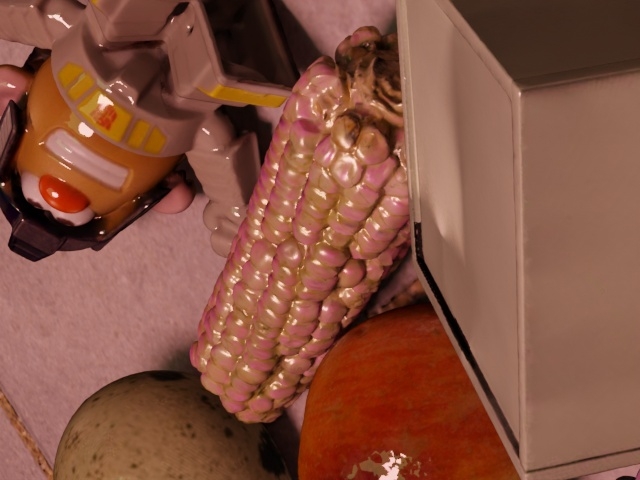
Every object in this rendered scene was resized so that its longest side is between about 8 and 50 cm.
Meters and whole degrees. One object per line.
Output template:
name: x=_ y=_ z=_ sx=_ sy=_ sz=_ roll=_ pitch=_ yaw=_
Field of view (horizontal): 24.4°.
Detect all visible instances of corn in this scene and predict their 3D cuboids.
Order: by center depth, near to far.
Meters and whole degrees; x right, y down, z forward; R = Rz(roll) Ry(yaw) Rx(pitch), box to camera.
corn: x=0.001 y=0.002 z=1.029 sx=0.126 sy=0.127 sz=0.335 roll=45 pitch=138 yaw=18

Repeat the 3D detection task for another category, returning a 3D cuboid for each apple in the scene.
apple: x=0.075 y=0.141 z=1.014 sx=0.173 sy=0.160 sz=0.195 roll=0 pitch=117 yaw=20

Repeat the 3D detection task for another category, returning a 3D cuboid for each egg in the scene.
egg: x=-0.108 y=0.208 z=1.188 sx=0.228 sy=0.177 sz=0.177 roll=41 pitch=133 yaw=6

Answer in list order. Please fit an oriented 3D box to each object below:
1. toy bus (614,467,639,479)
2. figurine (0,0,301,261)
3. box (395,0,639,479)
toy bus: x=0.248 y=0.123 z=0.868 sx=0.108 sy=0.096 sz=0.199 roll=36 pitch=131 yaw=27
figurine: x=-0.150 y=-0.097 z=1.097 sx=0.308 sy=0.143 sz=0.308 roll=20 pitch=126 yaw=30
box: x=0.127 y=-0.034 z=0.784 sx=0.225 sy=0.117 sz=0.225 roll=-112 pitch=14 yaw=-58
